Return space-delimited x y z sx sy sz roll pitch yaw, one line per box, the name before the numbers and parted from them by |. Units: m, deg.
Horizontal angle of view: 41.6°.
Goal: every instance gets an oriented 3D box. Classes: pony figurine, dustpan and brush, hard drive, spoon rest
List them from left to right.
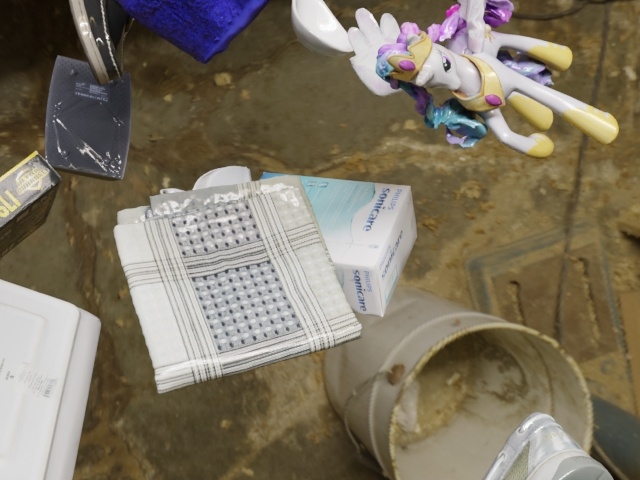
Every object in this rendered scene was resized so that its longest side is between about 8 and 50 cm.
hard drive | -0.482 -0.247 1.746 0.172 0.054 0.254 9 66 -26
dustpan and brush | -0.249 -0.101 1.860 0.211 0.060 0.147 7 68 -42
spoon rest | -0.032 -0.449 1.636 0.137 0.276 0.084 1 131 -48
pony figurine | 0.219 -0.276 1.229 0.364 0.351 0.303 17 130 -26

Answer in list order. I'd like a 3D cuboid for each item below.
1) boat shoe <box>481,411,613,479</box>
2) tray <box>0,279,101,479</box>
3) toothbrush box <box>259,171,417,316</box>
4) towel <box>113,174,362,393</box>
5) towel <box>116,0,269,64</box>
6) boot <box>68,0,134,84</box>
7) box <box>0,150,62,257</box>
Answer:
boat shoe | 0.154 0.317 0.815 0.118 0.103 0.320 22 106 -27
tray | -0.239 0.106 0.616 0.145 0.270 0.030 23 115 -20
toothbrush box | 0.000 0.000 1.502 0.296 0.216 0.126 6 133 22
towel | -0.129 0.042 1.250 0.312 0.056 0.324 -13 57 -15
towel | -0.171 -0.313 0.775 0.308 0.076 0.228 32 129 -19
boot | -0.280 -0.450 1.453 0.284 0.138 0.377 -8 62 -4
box | -0.631 -0.001 1.542 0.079 0.257 0.322 48 61 -6
